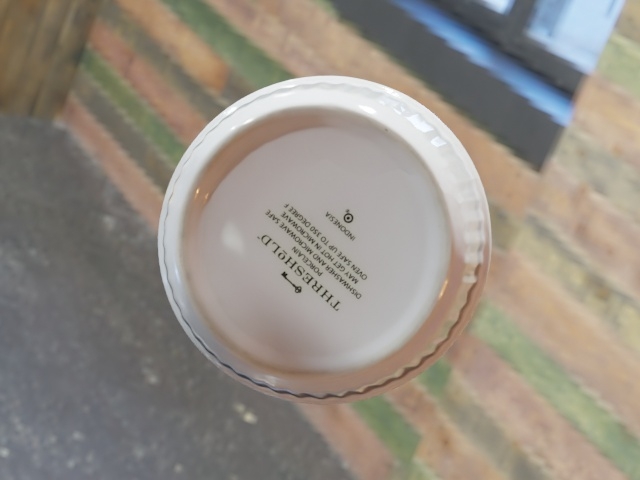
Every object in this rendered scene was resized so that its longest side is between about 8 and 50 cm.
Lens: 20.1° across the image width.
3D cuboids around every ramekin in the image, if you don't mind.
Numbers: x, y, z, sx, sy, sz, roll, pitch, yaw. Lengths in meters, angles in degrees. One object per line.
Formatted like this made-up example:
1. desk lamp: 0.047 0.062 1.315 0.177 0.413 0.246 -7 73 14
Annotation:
1. ramekin: 0.000 0.000 1.423 0.273 0.273 0.127 23 2 3
